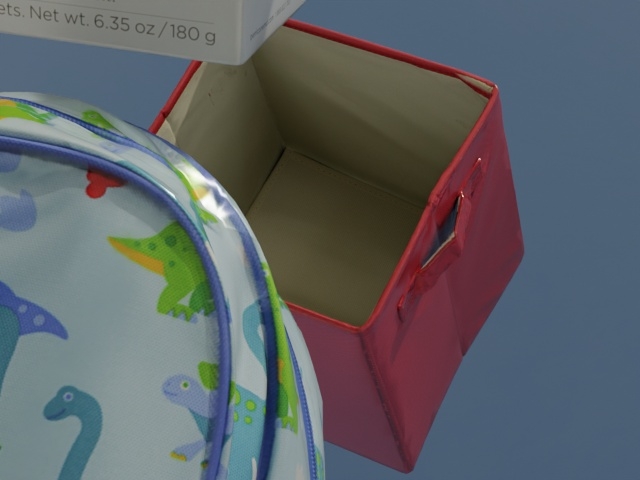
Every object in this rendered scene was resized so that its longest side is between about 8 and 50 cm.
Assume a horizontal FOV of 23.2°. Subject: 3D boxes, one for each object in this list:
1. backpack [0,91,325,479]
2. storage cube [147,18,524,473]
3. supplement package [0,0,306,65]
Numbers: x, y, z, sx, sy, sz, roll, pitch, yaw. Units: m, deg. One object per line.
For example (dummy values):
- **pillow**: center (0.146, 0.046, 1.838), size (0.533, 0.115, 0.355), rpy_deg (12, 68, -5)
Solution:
- **backpack**: center (-0.127, 0.126, 0.533), size (0.290, 0.273, 0.355), rpy_deg (12, -122, 18)
- **storage cube**: center (0.000, 0.000, 0.976), size (0.215, 0.193, 0.183), rpy_deg (19, -116, 24)
- **supplement package**: center (-0.087, -0.249, 0.685), size (0.177, 0.175, 0.293), rpy_deg (9, -65, 12)
